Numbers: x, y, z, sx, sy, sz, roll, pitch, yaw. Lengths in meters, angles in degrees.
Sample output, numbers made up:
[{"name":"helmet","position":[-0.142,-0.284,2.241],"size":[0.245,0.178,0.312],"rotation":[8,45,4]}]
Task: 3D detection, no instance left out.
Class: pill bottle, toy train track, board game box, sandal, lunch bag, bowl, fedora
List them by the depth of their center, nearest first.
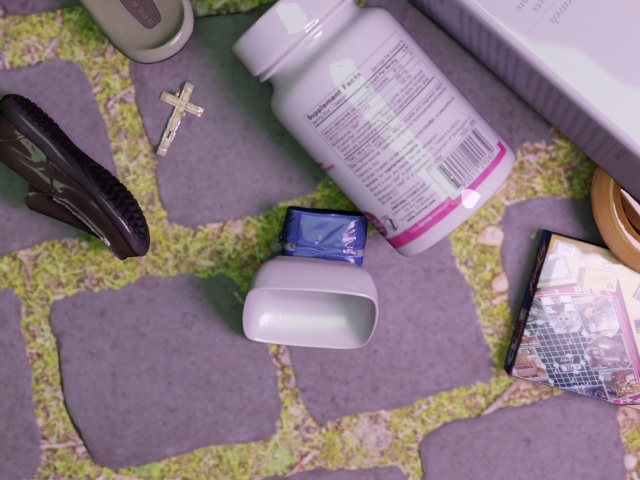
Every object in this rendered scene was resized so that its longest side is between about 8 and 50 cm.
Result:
[{"name":"sandal","position":[-0.242,-0.309,1.327],"size":[0.303,0.086,0.120],"rotation":[45,93,8]},{"name":"pill bottle","position":[0.051,-0.136,1.339],"size":[0.160,0.160,0.283],"rotation":[-42,96,2]},{"name":"bowl","position":[-0.010,0.063,1.383],"size":[0.141,0.142,0.053],"rotation":[5,60,-2]},{"name":"lunch bag","position":[0.000,0.000,1.398],"size":[0.098,0.067,0.065],"rotation":[5,96,-2]},{"name":"toy train track","position":[-0.156,-0.130,1.402],"size":[0.048,0.014,0.083],"rotation":[23,95,-5]},{"name":"fedora","position":[0.382,-0.044,1.403],"size":[0.194,0.079,0.194],"rotation":[0,94,2]},{"name":"board game box","position":[0.341,0.099,1.439],"size":[0.243,0.042,0.165],"rotation":[16,95,-5]}]

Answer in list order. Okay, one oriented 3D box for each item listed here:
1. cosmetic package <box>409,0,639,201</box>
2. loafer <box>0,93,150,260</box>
[{"name":"cosmetic package","position":[0.248,-0.212,1.262],"size":[0.453,0.230,0.161],"rotation":[42,93,6]},{"name":"loafer","position":[-0.270,-0.055,1.381],"size":[0.078,0.080,0.220],"rotation":[-43,92,12]}]
